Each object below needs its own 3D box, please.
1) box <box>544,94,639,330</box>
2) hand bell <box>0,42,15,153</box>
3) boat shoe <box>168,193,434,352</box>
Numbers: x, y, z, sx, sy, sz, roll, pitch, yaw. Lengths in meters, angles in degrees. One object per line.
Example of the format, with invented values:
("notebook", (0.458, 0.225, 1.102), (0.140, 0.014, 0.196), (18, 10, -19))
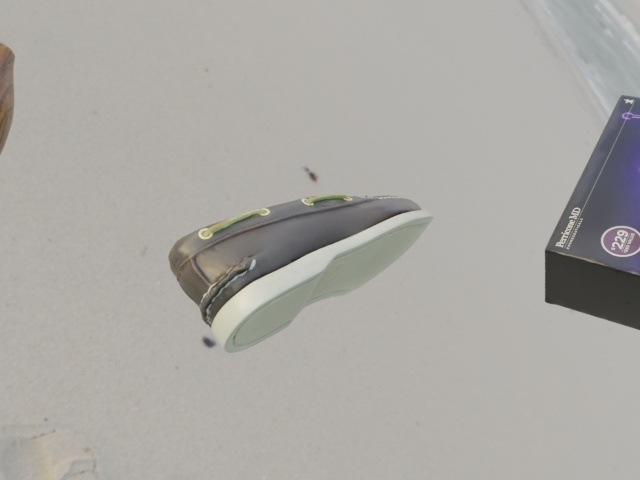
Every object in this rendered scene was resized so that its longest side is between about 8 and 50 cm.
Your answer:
("box", (0.379, -0.030, 0.748), (0.261, 0.184, 0.103), (-55, 143, -28))
("hand bell", (-0.202, 0.006, 0.352), (0.126, 0.126, 0.242), (24, 69, -36))
("boat shoe", (0.000, 0.000, 0.465), (0.069, 0.081, 0.227), (47, 36, 17))
